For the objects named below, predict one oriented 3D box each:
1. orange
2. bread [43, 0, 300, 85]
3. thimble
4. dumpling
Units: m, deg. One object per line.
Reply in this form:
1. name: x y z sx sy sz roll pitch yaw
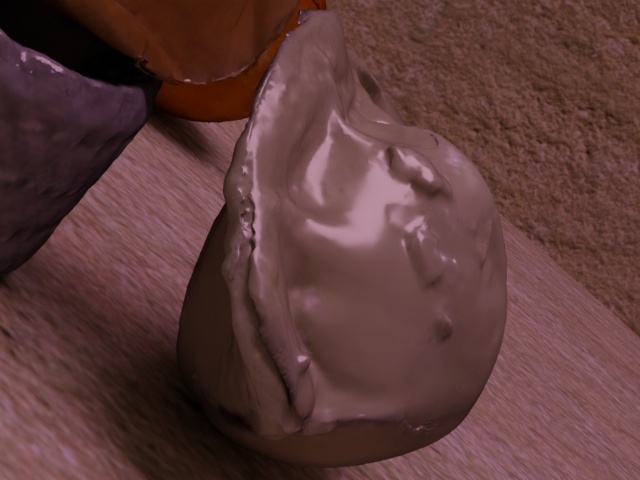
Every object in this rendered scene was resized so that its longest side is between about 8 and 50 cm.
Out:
1. orange: -0.117 -0.242 1.809 0.240 0.240 0.240 41 11 -10
2. bread: -0.130 -0.235 1.054 0.156 0.204 0.288 31 1 40
3. thimble: -0.222 -0.097 1.064 0.217 0.157 0.245 51 15 21
4. dumpling: 0.000 0.000 1.168 0.395 0.233 0.315 -16 98 -69
